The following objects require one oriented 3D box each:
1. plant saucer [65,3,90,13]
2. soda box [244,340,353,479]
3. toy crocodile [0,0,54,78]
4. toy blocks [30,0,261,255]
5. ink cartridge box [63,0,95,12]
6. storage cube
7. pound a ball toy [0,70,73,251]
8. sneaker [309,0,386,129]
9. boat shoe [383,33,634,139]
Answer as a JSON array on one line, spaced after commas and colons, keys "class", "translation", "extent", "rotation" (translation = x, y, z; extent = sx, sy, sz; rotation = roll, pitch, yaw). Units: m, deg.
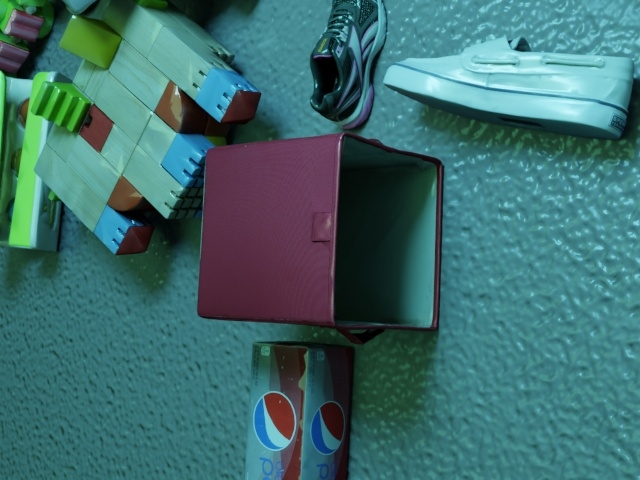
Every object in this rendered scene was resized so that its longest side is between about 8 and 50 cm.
[{"class": "plant saucer", "translation": [-0.375, -0.398, 1.443], "extent": [0.083, 0.015, 0.083], "rotation": [-5, 82, 39]}, {"class": "soda box", "translation": [-0.027, 0.248, 1.037], "extent": [0.092, 0.083, 0.263], "rotation": [0, 86, 40]}, {"class": "toy crocodile", "translation": [-0.528, -0.310, 1.494], "extent": [0.340, 0.115, 0.105], "rotation": [-50, 58, 24]}, {"class": "toy blocks", "translation": [-0.215, -0.133, 1.197], "extent": [0.261, 0.191, 0.381], "rotation": [42, 114, 23]}, {"class": "ink cartridge box", "translation": [-0.256, -0.436, 1.130], "extent": [0.278, 0.117, 0.201], "rotation": [-39, 49, -9]}, {"class": "storage cube", "translation": [0.000, 0.000, 0.979], "extent": [0.193, 0.184, 0.214], "rotation": [0, 85, 40]}, {"class": "pound a ball toy", "translation": [-0.500, -0.150, 1.418], "extent": [0.208, 0.136, 0.319], "rotation": [5, 87, 4]}, {"class": "sneaker", "translation": [0.026, -0.222, 1.052], "extent": [0.072, 0.077, 0.178], "rotation": [-3, 82, 38]}, {"class": "boat shoe", "translation": [0.186, -0.163, 0.915], "extent": [0.258, 0.095, 0.084], "rotation": [16, 91, 29]}]
